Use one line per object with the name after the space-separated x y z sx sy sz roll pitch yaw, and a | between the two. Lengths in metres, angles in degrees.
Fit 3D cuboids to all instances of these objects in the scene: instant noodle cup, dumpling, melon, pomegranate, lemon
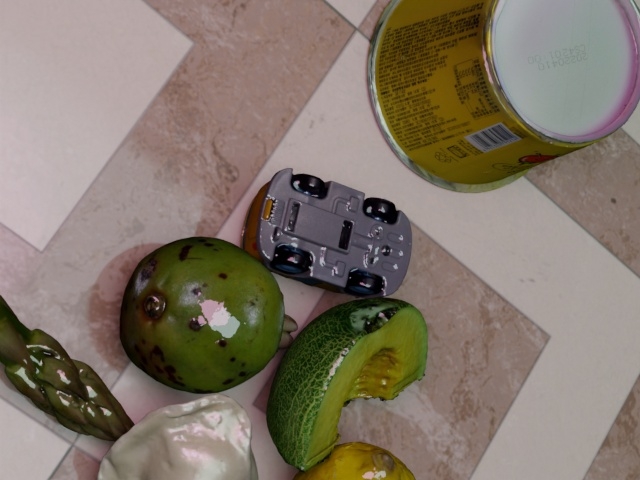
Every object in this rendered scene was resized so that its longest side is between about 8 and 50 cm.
0.257 -0.233 1.544 0.326 0.254 0.325 1 87 -23 | instant noodle cup
-0.170 0.289 1.387 0.193 0.147 0.258 14 112 -15 | dumpling
0.021 0.141 1.443 0.265 0.129 0.169 -29 137 -44 | melon
-0.126 0.094 1.406 0.248 0.202 0.202 23 76 -53 | pomegranate
0.035 0.344 1.450 0.193 0.180 0.180 -31 102 13 | lemon

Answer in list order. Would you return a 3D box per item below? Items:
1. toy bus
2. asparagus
0.000 0.000 1.478 0.209 0.136 0.126 18 74 -23 | toy bus
-0.324 0.153 1.361 0.287 0.080 0.080 42 72 -18 | asparagus
